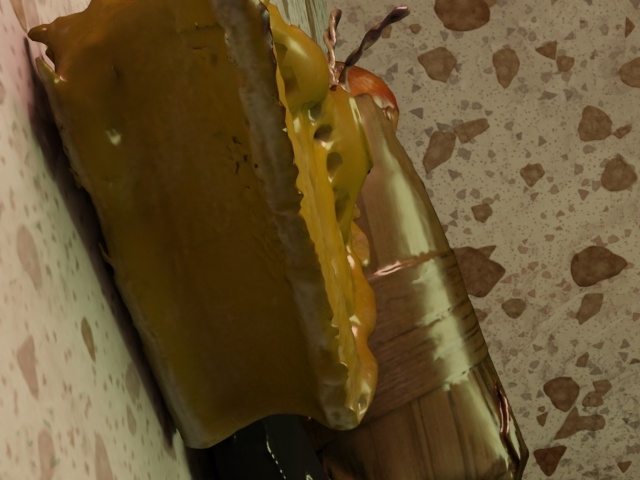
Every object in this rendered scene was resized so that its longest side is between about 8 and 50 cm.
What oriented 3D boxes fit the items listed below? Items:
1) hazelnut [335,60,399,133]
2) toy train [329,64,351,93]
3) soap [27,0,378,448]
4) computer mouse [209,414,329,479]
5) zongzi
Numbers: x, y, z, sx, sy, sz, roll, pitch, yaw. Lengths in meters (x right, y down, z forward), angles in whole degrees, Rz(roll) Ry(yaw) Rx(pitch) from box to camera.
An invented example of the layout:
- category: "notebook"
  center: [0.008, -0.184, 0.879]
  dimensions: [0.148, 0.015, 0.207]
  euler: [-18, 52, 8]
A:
- category: "hazelnut"
  center: [0.031, -0.189, 1.716]
  dimensions: [0.182, 0.182, 0.182]
  euler: [-11, 90, -83]
- category: "toy train"
  center: [0.007, -0.109, 1.503]
  dimensions: [0.261, 0.134, 0.177]
  euler: [63, 17, -68]
- category: "soap"
  center: [-0.057, -0.083, 0.782]
  dimensions: [0.304, 0.169, 0.338]
  euler: [-92, 170, -55]
- category: "computer mouse"
  center: [-0.038, 0.191, 0.878]
  dimensions: [0.122, 0.074, 0.217]
  euler: [-92, 162, -63]
- category: "zongzi"
  center: [0.002, 0.052, 1.231]
  dimensions: [0.467, 0.218, 0.499]
  euler: [139, -66, -73]
